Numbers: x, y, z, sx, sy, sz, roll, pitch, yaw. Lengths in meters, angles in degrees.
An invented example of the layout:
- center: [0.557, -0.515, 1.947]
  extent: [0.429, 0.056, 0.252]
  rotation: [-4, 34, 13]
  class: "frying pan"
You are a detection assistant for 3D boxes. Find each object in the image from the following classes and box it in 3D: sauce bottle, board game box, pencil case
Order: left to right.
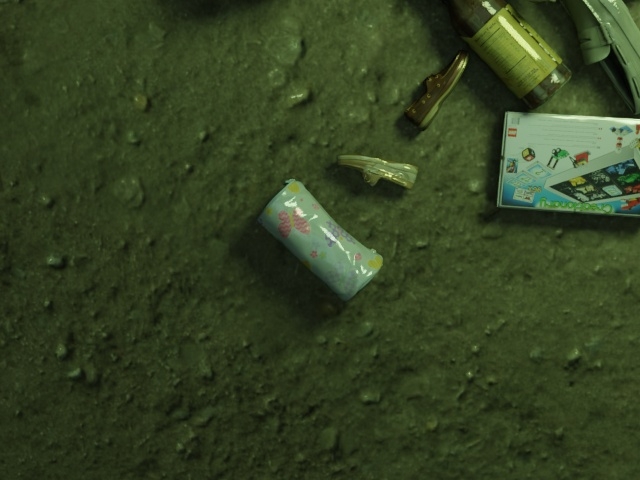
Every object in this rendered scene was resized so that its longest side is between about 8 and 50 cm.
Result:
- center: [0.000, 0.000, 1.642]
  extent: [0.273, 0.113, 0.124]
  rotation: [42, 91, -1]
  class: "pencil case"
- center: [0.333, -0.410, 1.545]
  extent: [0.111, 0.111, 0.344]
  rotation: [-42, 91, 11]
  class: "sauce bottle"
- center: [0.511, -0.151, 1.590]
  extent: [0.305, 0.053, 0.193]
  rotation: [5, 98, 6]
  class: "board game box"

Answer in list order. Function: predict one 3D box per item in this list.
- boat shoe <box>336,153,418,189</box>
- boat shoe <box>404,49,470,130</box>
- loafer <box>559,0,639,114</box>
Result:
- center: [0.113, -0.139, 1.633]
  extent: [0.170, 0.063, 0.059]
  rotation: [11, 94, 4]
  class: "boat shoe"
- center: [0.232, -0.306, 1.593]
  extent: [0.060, 0.064, 0.178]
  rotation: [33, 103, -1]
  class: "boat shoe"
- center: [0.543, -0.381, 1.523]
  extent: [0.111, 0.112, 0.319]
  rotation: [-43, 92, 2]
  class: "loafer"
